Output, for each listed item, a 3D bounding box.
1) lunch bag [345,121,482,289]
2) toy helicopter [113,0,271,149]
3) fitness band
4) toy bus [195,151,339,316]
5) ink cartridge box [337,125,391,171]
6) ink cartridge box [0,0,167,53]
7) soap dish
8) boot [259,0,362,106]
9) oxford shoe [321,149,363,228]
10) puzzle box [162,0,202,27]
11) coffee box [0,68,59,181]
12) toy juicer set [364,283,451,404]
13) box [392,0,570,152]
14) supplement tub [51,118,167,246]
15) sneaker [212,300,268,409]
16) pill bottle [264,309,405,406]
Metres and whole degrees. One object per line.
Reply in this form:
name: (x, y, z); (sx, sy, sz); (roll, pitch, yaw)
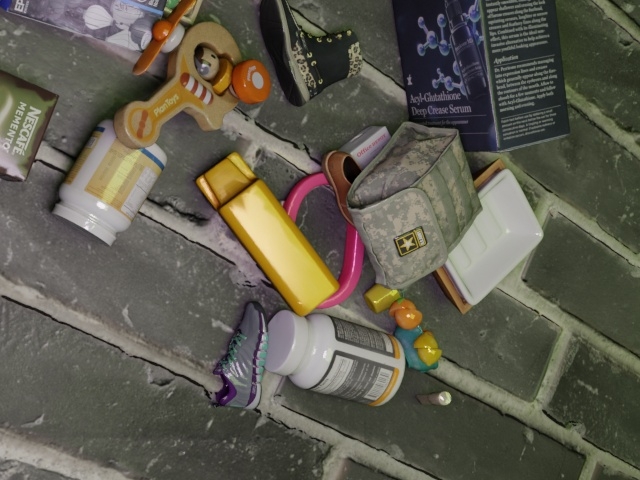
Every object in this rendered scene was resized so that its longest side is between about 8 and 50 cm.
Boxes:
lunch bag: (0.186, -0.064, 2.009); (0.287, 0.169, 0.235); (-50, 135, -27)
toy helicopter: (-0.258, -0.290, 1.776); (0.355, 0.140, 0.235); (-50, 123, -43)
fitness band: (0.000, 0.000, 2.072); (0.209, 0.054, 0.291); (4, 93, -31)
toy bus: (-0.106, -0.014, 1.924); (0.108, 0.130, 0.333); (-37, 99, -6)
ink cartridge box: (0.119, -0.158, 2.121); (0.109, 0.063, 0.150); (-39, 113, -21)
ink cartridge box: (-0.438, -0.456, 1.732); (0.332, 0.065, 0.165); (13, 112, -26)
soap dish: (0.353, -0.012, 2.238); (0.291, 0.118, 0.229); (-41, 112, -20)
boot: (-0.018, -0.413, 2.009); (0.178, 0.085, 0.236); (-29, 114, -27)
oxford shoe: (0.078, -0.093, 2.043); (0.076, 0.076, 0.212); (-45, 118, -24)
puzzle box: (-0.295, -0.646, 1.845); (0.272, 0.052, 0.409); (22, 84, -29)
coffee box: (-0.620, -0.228, 1.654); (0.297, 0.119, 0.168); (22, 82, -29)
toy juicer set: (0.226, 0.238, 2.134); (0.089, 0.209, 0.329); (-31, 108, -15)
box: (0.337, -0.397, 2.094); (0.212, 0.293, 0.396); (-15, 101, -29)
supplement tub: (-0.385, -0.104, 1.787); (0.144, 0.144, 0.200); (35, 77, -28)
sneaker: (-0.165, 0.234, 1.983); (0.098, 0.083, 0.224); (3, 94, -25)
pill bottle: (0.026, 0.242, 2.047); (0.278, 0.162, 0.162); (20, 84, -29)
